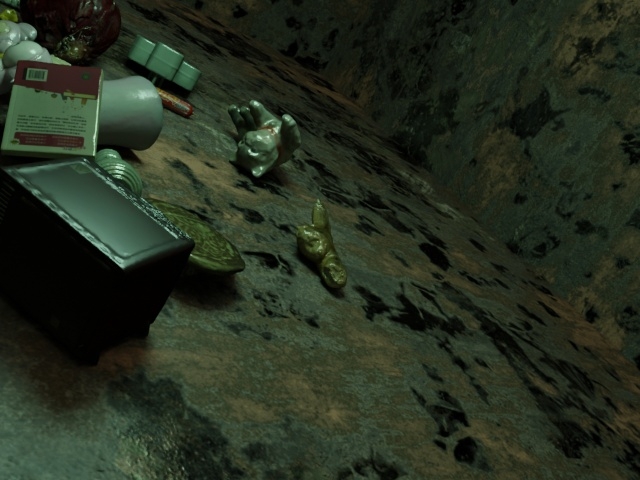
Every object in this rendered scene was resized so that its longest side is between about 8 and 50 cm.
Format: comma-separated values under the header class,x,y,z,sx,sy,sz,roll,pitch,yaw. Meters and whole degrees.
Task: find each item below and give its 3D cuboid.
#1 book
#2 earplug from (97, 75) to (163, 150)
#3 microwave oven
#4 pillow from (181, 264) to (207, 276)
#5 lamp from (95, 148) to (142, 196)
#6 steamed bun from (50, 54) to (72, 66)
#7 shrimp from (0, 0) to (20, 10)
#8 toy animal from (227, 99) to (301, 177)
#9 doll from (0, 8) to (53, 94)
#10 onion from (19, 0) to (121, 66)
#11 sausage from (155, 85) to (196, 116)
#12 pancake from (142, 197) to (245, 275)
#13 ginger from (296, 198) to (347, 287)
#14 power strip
class,x,y,z,sx,sy,sz,roll,pitch,yaw
book,-0.508,-0.251,1.213,0.162,0.022,0.232,2,59,-16
earplug,-0.510,-0.274,1.357,0.172,0.172,0.301,42,29,22
microwave oven,-0.335,0.017,0.905,0.247,0.178,0.188,37,21,10
pillow,-0.269,0.031,1.161,0.118,0.043,0.185,36,20,17
lamp,-0.408,-0.120,1.234,0.106,0.106,0.193,21,14,-29
steamed bun,-0.616,-0.370,1.485,0.130,0.091,0.112,44,15,28
shrimp,-0.897,-0.689,1.854,0.166,0.049,0.161,5,32,-49
toy animal,-0.201,-0.289,1.867,0.307,0.188,0.266,29,-3,21
doll,-0.700,-0.417,1.415,0.160,0.094,0.365,-26,44,-16
onion,-0.707,-0.630,1.775,0.281,0.281,0.221,34,-23,3
sausage,-0.438,-0.407,1.893,0.145,0.048,0.050,25,27,-26
pancake,-0.246,-0.006,1.189,0.250,0.031,0.250,32,12,-7
ginger,0.000,0.000,1.563,0.147,0.081,0.334,32,21,-15
power strip,-0.509,-0.548,2.033,0.229,0.141,0.261,27,7,-17
